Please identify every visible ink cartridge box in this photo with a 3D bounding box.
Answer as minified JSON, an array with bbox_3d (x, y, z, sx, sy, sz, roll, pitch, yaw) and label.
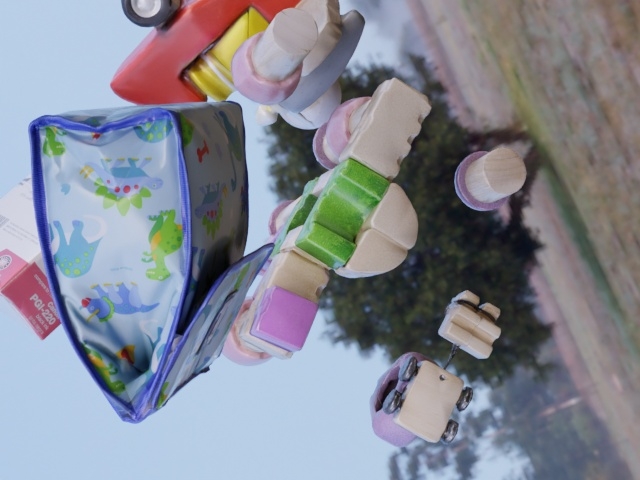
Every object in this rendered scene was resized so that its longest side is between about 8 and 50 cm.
[{"bbox_3d":[-0.291,-0.012,1.288,0.159,0.218,0.092,24,153,46],"label":"ink cartridge box"}]

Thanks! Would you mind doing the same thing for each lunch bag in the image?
[{"bbox_3d":[-0.082,0.005,0.589,0.129,0.096,0.151,-35,-57,-77],"label":"lunch bag"}]

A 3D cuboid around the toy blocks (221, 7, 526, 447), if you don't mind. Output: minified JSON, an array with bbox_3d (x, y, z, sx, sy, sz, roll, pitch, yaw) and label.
[{"bbox_3d":[0.000,0.000,1.061,0.309,0.288,0.260,30,165,-9],"label":"toy blocks"}]

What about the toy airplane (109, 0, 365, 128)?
[{"bbox_3d":[-0.031,-0.276,1.438,0.386,0.384,0.272,-43,-63,-38],"label":"toy airplane"}]
